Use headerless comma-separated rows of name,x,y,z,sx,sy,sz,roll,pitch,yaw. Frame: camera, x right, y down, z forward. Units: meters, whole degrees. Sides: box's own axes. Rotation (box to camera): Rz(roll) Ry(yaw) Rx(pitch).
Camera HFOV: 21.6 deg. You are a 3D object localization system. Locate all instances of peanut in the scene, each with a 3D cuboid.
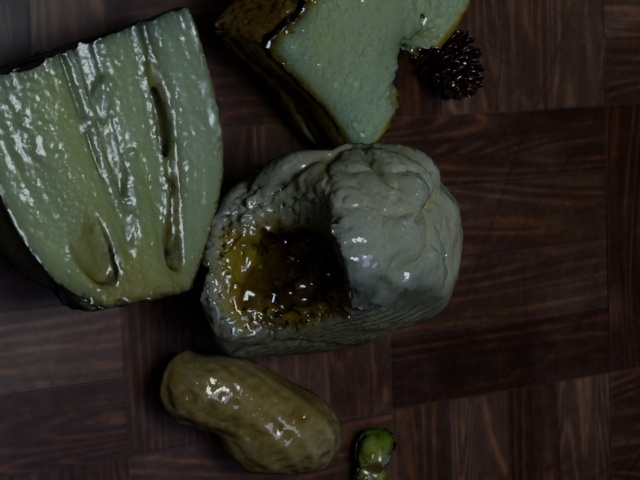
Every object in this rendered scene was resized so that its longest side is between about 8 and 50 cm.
peanut,-0.073,0.184,1.762,0.226,0.095,0.108,32,76,-30

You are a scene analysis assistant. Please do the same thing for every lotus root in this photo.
lotus root,-0.219,-0.061,1.620,0.267,0.149,0.260,-27,105,-34

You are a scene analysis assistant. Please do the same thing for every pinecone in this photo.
pinecone,0.150,-0.198,1.883,0.077,0.083,0.077,-30,153,-18

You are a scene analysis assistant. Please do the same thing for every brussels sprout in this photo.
brussels sprout,0.060,0.252,1.881,0.051,0.046,0.083,-6,100,-74

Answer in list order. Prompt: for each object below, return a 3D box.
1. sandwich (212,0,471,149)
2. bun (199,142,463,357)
sandwich,0.040,-0.246,1.757,0.273,0.095,0.249,-57,140,-14
bun,0.010,0.001,1.717,0.281,0.281,0.205,1,75,-33
